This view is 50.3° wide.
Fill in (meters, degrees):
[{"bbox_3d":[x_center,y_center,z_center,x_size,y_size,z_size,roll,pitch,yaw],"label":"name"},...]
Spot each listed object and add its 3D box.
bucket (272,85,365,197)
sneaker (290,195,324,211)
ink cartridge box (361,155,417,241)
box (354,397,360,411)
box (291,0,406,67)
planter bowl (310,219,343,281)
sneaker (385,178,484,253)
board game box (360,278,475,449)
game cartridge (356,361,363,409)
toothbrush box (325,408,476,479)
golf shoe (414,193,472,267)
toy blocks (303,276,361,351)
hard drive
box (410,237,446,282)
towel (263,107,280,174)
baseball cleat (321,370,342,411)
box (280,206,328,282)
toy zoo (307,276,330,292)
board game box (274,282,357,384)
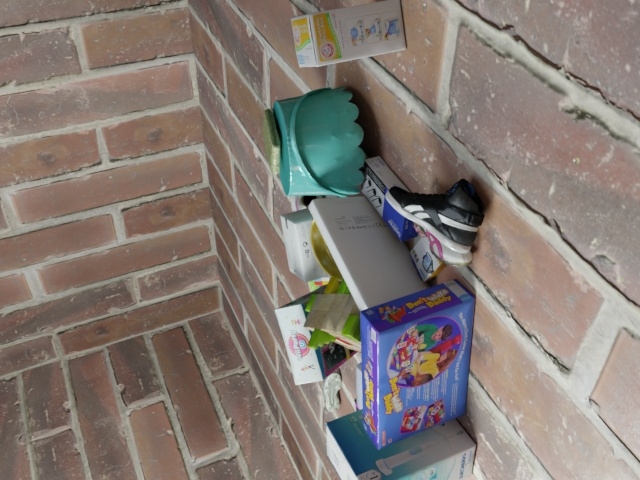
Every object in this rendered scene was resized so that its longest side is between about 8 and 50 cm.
[{"bbox_3d":[-0.011,-0.240,1.706,0.281,0.183,0.281,171,90,-79],"label":"bucket"},{"bbox_3d":[-0.022,-0.066,2.077,0.111,0.103,0.252,123,127,-68],"label":"sneaker"},{"bbox_3d":[0.163,-0.101,1.605,0.097,0.046,0.207,92,155,-42],"label":"ink cartridge box"},{"bbox_3d":[0.157,0.610,2.235,0.116,0.029,0.162,-149,48,-65],"label":"box"},{"bbox_3d":[0.056,-0.425,1.401,0.114,0.203,0.103,-151,48,-64],"label":"box"},{"bbox_3d":[0.082,-0.003,1.801,0.217,0.090,0.217,16,114,39],"label":"planter bowl"},{"bbox_3d":[0.233,-0.080,1.332,0.217,0.079,0.121,39,114,33],"label":"sneaker"},{"bbox_3d":[0.209,0.275,1.491,0.078,0.233,0.347,-131,31,-51],"label":"board game box"},{"bbox_3d":[0.187,0.506,2.030,0.297,0.062,0.198,-129,25,-50],"label":"game cartridge"},{"bbox_3d":[0.189,0.502,1.641,0.216,0.295,0.126,-129,28,-48],"label":"toothbrush box"},{"bbox_3d":[0.249,-0.019,1.394,0.186,0.067,0.086,-125,28,-44],"label":"golf shoe"},{"bbox_3d":[0.130,0.230,1.689,0.191,0.261,0.381,-66,15,-12],"label":"toy blocks"},{"bbox_3d":[0.118,0.026,1.597,0.040,0.203,0.307,-56,50,43],"label":"hard drive"},{"bbox_3d":[0.242,0.037,1.526,0.136,0.028,0.081,112,138,-65],"label":"box"},{"bbox_3d":[-0.122,-0.250,1.715,0.110,0.027,0.148,96,163,-51],"label":"towel"},{"bbox_3d":[0.031,0.526,2.461,0.109,0.072,0.206,-118,25,-50],"label":"baseball cleat"},{"bbox_3d":[0.000,0.000,1.942,0.119,0.182,0.181,-150,47,-63],"label":"box"},{"bbox_3d":[0.013,0.130,2.248,0.293,0.030,0.192,172,83,-71],"label":"toy zoo"},{"bbox_3d":[0.006,0.260,1.988,0.097,0.303,0.224,-14,93,29],"label":"board game box"}]
